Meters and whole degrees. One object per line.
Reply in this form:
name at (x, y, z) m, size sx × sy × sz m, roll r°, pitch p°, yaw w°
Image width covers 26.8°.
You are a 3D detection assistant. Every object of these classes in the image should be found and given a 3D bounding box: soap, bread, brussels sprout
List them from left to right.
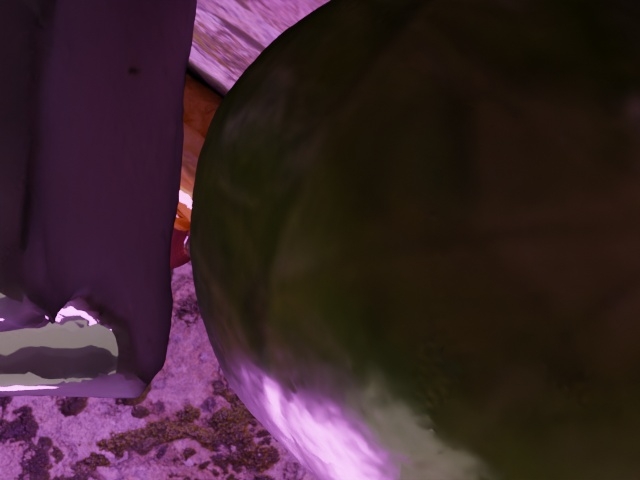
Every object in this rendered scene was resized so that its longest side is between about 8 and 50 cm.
soap at (-0.299, -0.094, 0.774) m, size 0.435 × 0.350 × 0.213 m, roll 2°, pitch 161°, yaw 15°
bread at (-0.130, -0.079, 1.278) m, size 0.198 × 0.120 × 0.236 m, roll 37°, pitch 175°, yaw 6°
brussels sprout at (0.072, 0.016, 0.464) m, size 0.244 × 0.244 × 0.244 m, roll 36°, pitch 174°, yaw 4°

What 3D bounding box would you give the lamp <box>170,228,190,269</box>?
lamp at (-0.233, -0.068, 1.809) m, size 0.258 × 0.180 × 0.180 m, roll 36°, pitch 175°, yaw 21°
